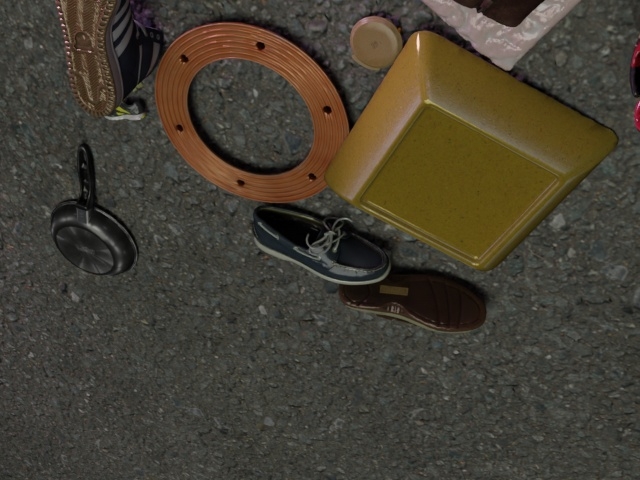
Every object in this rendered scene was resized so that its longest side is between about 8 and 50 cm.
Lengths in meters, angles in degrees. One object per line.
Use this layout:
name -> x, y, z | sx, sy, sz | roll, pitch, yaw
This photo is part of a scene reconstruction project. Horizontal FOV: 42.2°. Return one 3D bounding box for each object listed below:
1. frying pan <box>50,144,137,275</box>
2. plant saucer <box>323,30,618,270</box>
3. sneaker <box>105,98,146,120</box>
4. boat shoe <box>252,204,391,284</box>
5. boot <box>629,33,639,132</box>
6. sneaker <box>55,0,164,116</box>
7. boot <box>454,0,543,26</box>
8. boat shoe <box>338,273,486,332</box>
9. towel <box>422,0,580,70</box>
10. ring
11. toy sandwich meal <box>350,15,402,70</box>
frying pan -> -0.438, -0.029, 1.637 | 0.197, 0.053, 0.326 | 33, 138, -7
plant saucer -> 0.204, -0.097, 1.229 | 0.333, 0.081, 0.333 | 26, 136, -8
sneaker -> -0.337, -0.227, 1.422 | 0.083, 0.031, 0.035 | 3, 117, 17
boat shoe -> 0.000, 0.000, 1.427 | 0.255, 0.095, 0.079 | 22, 147, 18
boot -> 0.502, -0.148, 0.952 | 0.284, 0.138, 0.377 | -3, 129, -6
sneaker -> -0.305, -0.339, 1.225 | 0.099, 0.153, 0.282 | 18, 128, 12
boot -> 0.282, -0.319, 0.958 | 0.249, 0.090, 0.207 | 24, 152, -6
boat shoe -> 0.163, 0.105, 1.464 | 0.258, 0.095, 0.095 | 15, 168, 9
towel -> 0.205, -0.404, 0.990 | 0.332, 0.053, 0.317 | 38, 135, -10
ring -> -0.110, -0.201, 1.336 | 0.337, 0.032, 0.336 | 12, 134, 13
toy sandwich meal -> 0.081, -0.281, 1.177 | 0.086, 0.029, 0.085 | 12, 129, 15
